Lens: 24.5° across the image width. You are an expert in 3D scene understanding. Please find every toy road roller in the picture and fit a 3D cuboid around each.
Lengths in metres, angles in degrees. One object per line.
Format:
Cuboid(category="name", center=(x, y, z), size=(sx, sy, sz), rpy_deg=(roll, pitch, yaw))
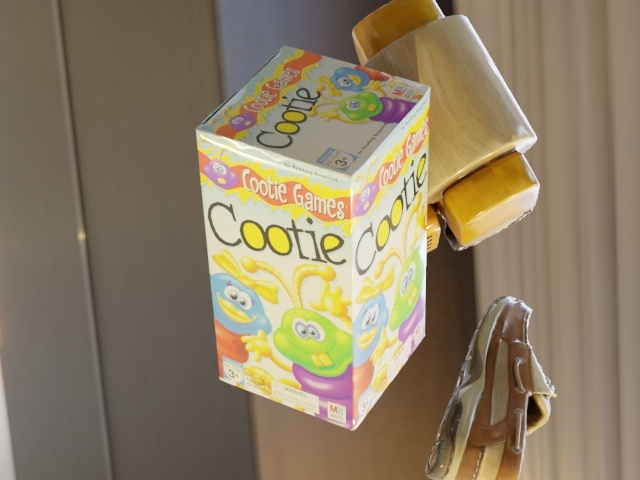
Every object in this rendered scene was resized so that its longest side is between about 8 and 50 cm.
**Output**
Cuboid(category="toy road roller", center=(0.060, -0.068, 1.399), size=(0.240, 0.202, 0.329), rpy_deg=(-29, 171, -1))

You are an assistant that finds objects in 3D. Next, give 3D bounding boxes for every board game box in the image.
Cuboid(category="board game box", center=(0.000, 0.000, 1.255), size=(0.142, 0.275, 0.144), rpy_deg=(18, -136, 23))

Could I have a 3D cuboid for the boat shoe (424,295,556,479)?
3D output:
Cuboid(category="boat shoe", center=(0.222, 0.196, 1.808), size=(0.120, 0.122, 0.324), rpy_deg=(20, -141, 8))
